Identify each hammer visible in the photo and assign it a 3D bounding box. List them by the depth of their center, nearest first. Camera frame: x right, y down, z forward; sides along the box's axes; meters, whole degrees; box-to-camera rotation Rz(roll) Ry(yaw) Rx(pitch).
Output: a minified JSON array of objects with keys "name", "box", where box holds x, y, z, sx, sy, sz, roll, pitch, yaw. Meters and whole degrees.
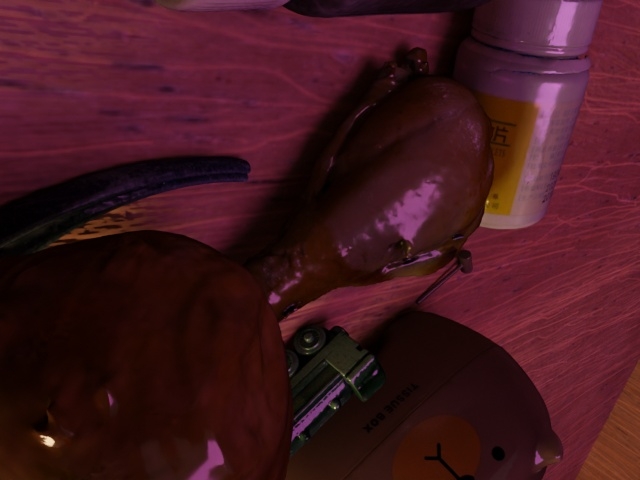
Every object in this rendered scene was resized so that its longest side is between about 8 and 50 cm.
[{"name":"hammer","box":[0.183,0.059,0.886,0.110,0.019,0.035,-39,138,-16]}]

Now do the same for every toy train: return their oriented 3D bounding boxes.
[{"name":"toy train","box":[-0.018,0.171,0.687,0.170,0.111,0.071,-41,135,-17]}]

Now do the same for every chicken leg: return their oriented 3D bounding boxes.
[{"name":"chicken leg","box":[0.000,0.000,0.577,0.429,0.153,0.201,-37,126,-10]}]

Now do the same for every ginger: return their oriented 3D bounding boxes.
[{"name":"ginger","box":[-0.119,0.127,0.385,0.223,0.201,0.269,9,85,-81]}]

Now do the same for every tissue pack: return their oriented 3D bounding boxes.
[{"name":"tissue pack","box":[0.117,0.304,0.790,0.387,0.277,0.267,-34,139,-23]}]

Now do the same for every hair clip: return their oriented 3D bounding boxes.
[{"name":"hair clip","box":[-0.164,-0.023,0.451,0.275,0.048,0.083,-27,129,-32]}]

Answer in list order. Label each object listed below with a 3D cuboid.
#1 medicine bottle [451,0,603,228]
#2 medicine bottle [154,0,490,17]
[{"name":"medicine bottle","box":[0.212,-0.153,0.667,0.143,0.143,0.258,-19,129,-37]},{"name":"medicine bottle","box":[0.017,-0.232,0.392,0.273,0.165,0.165,-18,128,-38]}]
